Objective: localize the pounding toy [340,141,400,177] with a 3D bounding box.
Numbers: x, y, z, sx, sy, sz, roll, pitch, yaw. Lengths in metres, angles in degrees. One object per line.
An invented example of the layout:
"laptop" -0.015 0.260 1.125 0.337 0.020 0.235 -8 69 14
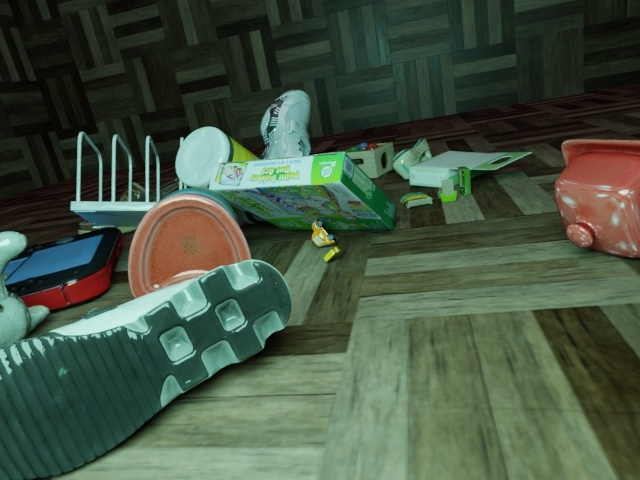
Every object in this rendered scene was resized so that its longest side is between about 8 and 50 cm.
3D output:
"pounding toy" 0.186 -0.262 1.392 0.181 0.094 0.206 3 23 37

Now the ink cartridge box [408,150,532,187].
"ink cartridge box" 0.357 -0.173 1.091 0.171 0.056 0.235 -24 26 -34

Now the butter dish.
"butter dish" 0.365 -0.037 0.577 0.118 0.160 0.160 -39 24 -10

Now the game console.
"game console" -0.576 0.064 0.879 0.342 0.060 0.386 -12 17 -16

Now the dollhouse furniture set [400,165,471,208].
"dollhouse furniture set" 0.246 -0.116 0.976 0.152 0.058 0.076 -10 18 3

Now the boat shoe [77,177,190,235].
"boat shoe" -0.517 -0.105 1.276 0.342 0.123 0.123 -24 22 -34

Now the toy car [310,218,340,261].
"toy car" 0.000 0.000 0.782 0.040 0.060 0.122 -41 8 9

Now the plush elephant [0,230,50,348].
"plush elephant" -0.490 0.072 0.565 0.255 0.330 0.272 6 11 -27

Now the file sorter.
"file sorter" -0.368 -0.128 0.998 0.278 0.173 0.193 0 -7 -13

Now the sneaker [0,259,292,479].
"sneaker" -0.197 0.122 0.467 0.331 0.122 0.146 -20 2 -24

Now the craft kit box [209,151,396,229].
"craft kit box" -0.021 -0.075 0.802 0.247 0.061 0.250 3 -13 29

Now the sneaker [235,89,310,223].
"sneaker" -0.048 -0.195 1.067 0.210 0.137 0.365 11 70 29

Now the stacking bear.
"stacking bear" -0.217 -0.010 0.785 0.175 0.164 0.289 -5 10 -11

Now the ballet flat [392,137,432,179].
"ballet flat" 0.271 -0.229 1.283 0.086 0.086 0.248 0 22 29

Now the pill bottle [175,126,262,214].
"pill bottle" -0.171 -0.126 0.892 0.119 0.119 0.208 -1 -16 27
